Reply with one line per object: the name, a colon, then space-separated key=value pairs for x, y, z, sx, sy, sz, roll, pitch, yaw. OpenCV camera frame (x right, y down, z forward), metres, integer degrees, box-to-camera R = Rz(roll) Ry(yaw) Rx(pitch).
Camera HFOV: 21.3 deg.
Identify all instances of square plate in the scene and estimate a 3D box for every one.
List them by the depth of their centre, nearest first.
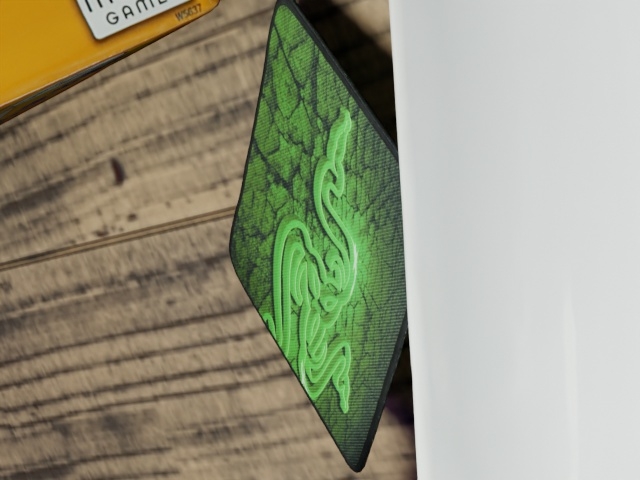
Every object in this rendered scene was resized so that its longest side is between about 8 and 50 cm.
square plate: x=0.160 y=-0.082 z=0.386 sx=0.344 sy=0.049 sz=0.347 roll=-17 pitch=68 yaw=39

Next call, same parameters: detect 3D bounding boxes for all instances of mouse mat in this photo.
mouse mat: x=0.000 y=0.000 z=0.791 sx=0.152 sy=0.007 sz=0.190 roll=57 pitch=151 yaw=34

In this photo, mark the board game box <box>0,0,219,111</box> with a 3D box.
board game box: x=-0.334 y=-0.163 z=0.770 sx=0.356 sy=0.356 sz=0.356 roll=-14 pitch=103 yaw=59
